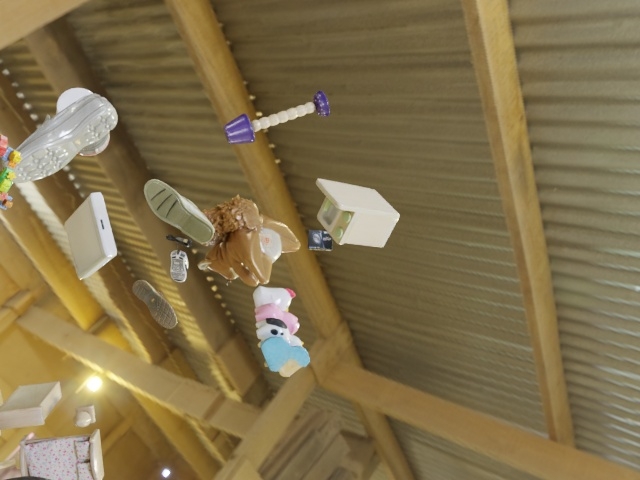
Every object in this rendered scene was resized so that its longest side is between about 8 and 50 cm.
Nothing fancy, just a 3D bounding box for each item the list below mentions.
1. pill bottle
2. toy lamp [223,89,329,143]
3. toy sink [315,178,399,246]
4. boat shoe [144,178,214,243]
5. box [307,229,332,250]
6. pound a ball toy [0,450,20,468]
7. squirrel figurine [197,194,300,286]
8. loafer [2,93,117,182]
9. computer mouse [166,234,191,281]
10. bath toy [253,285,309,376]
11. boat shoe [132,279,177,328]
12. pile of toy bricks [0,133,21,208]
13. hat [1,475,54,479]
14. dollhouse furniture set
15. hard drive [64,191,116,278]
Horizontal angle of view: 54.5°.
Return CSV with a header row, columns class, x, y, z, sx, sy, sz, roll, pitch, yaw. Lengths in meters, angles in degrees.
class,x,y,z,sx,sy,sz,roll,pitch,yaw
pill bottle,-0.831,-0.414,2.173,0.161,0.161,0.283,42,-18,-3
toy lamp,-0.115,-0.314,1.608,0.080,0.274,0.080,161,-90,-79
toy sink,0.086,-0.076,1.844,0.153,0.234,0.131,51,-57,43
boat shoe,-0.518,-0.106,2.266,0.302,0.113,0.103,45,3,-14
box,0.000,0.000,2.113,0.083,0.067,0.018,4,-16,3
pound a ball toy,-0.925,0.720,1.663,0.208,0.319,0.136,64,-34,21
squirrel figurine,-0.361,0.005,2.575,0.370,0.281,0.397,-13,-58,42
loafer,-0.678,-0.266,1.602,0.111,0.319,0.112,42,-22,21
computer mouse,-0.560,0.071,2.461,0.106,0.042,0.193,9,-69,10
bath toy,-0.116,0.246,1.809,0.348,0.128,0.152,-111,-175,-62
boat shoe,-0.497,0.190,1.893,0.178,0.064,0.060,50,1,-1
pile of toy bricks,-0.725,-0.123,1.388,0.105,0.212,0.118,24,-5,39
hat,-0.567,0.595,1.108,0.331,0.331,0.134,37,-39,5
dollhouse furniture set,-0.733,0.564,1.576,0.174,0.303,0.356,-128,-147,-80
hard drive,-0.849,-0.010,2.281,0.353,0.047,0.233,-25,-100,51
